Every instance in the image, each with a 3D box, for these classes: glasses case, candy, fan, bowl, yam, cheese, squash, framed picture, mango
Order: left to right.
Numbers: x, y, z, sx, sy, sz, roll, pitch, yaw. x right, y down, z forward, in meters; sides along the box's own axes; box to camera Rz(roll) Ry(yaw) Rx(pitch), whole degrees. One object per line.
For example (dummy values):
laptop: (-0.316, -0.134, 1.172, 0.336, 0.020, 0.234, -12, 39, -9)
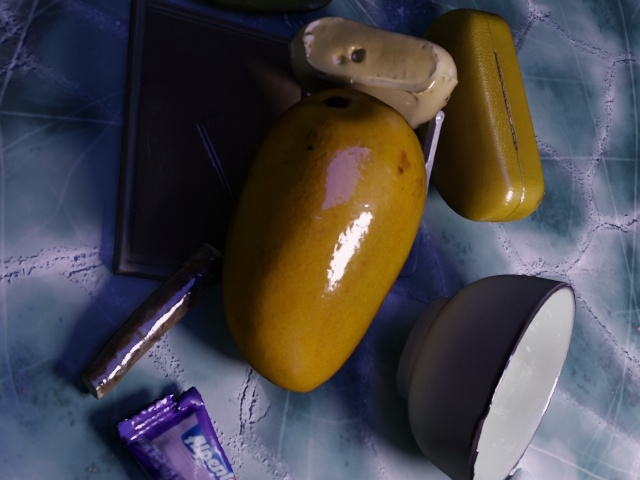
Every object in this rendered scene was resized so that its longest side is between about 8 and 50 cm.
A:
yam: (-0.233, 0.110, 1.701, 0.061, 0.061, 0.274, 48, 66, -11)
candy: (-0.170, 0.345, 1.678, 0.145, 0.070, 0.275, -25, 85, -42)
framed picture: (-0.152, -0.139, 1.864, 0.326, 0.028, 0.446, 12, 69, -29)
squash: (-0.108, -0.411, 1.941, 0.340, 0.094, 0.095, -3, 77, -35)
mango: (0.000, 0.000, 1.745, 0.300, 0.232, 0.446, 13, 96, -53)
cheese: (0.086, -0.256, 1.890, 0.259, 0.316, 0.128, 18, 83, 7)
fan: (0.164, -0.077, 1.969, 0.057, 0.023, 0.282, 7, 101, -35)
glasses case: (0.253, -0.207, 2.049, 0.141, 0.173, 0.371, 0, 73, -33)
bowl: (0.238, 0.199, 1.868, 0.185, 0.354, 0.354, 22, 54, 25)

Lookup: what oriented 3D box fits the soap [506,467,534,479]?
soap: (0.294, 0.495, 1.910, 0.145, 0.091, 0.230, 45, 58, -9)
